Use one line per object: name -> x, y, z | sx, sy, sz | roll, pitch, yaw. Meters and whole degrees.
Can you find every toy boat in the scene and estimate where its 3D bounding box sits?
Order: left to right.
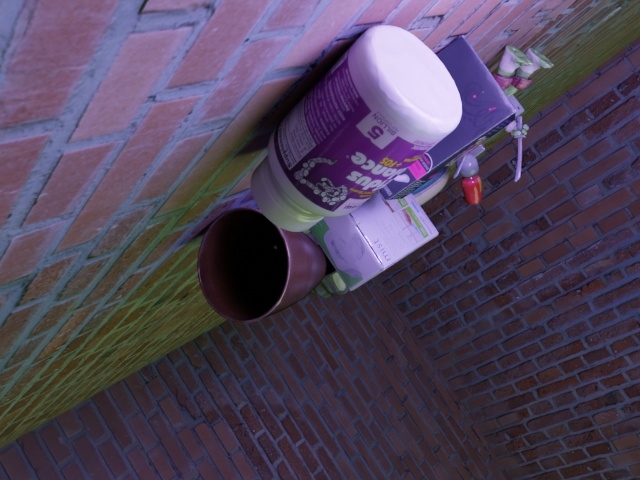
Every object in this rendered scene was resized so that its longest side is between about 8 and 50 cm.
toy boat -> 0.326, -0.192, 1.864 | 0.318, 0.148, 0.267 | 10, -140, 40

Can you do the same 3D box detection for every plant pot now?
plant pot -> -0.089, 0.050, 1.282 | 0.215, 0.215, 0.230 | -36, 160, 24

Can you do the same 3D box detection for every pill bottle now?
pill bottle -> 0.033, -0.136, 0.883 | 0.169, 0.169, 0.301 | -27, 171, -48

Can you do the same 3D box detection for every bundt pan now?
bundt pan -> 0.056, 0.050, 1.942 | 0.330, 0.124, 0.331 | -21, -150, 13

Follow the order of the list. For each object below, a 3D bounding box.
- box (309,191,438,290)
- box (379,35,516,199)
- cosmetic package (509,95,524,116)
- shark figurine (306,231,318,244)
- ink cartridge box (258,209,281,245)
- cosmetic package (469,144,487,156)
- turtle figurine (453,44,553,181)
box -> 0.095, -0.060, 1.391 | 0.231, 0.262, 0.126 | -29, 173, -45
box -> 0.198, -0.213, 1.165 | 0.270, 0.165, 0.143 | -36, 174, 16
cosmetic package -> 0.567, -0.391, 2.131 | 0.117, 0.086, 0.231 | -32, 172, -17
shark figurine -> -0.003, -0.025, 1.883 | 0.278, 0.166, 0.116 | -59, 157, -19
ink cartridge box -> -0.098, -0.031, 1.462 | 0.139, 0.082, 0.190 | -36, 175, 14
cosmetic package -> 0.458, -0.304, 2.043 | 0.107, 0.127, 0.238 | -36, 176, 18
turtle figurine -> 0.424, -0.288, 1.458 | 0.275, 0.197, 0.266 | -91, -156, -47
